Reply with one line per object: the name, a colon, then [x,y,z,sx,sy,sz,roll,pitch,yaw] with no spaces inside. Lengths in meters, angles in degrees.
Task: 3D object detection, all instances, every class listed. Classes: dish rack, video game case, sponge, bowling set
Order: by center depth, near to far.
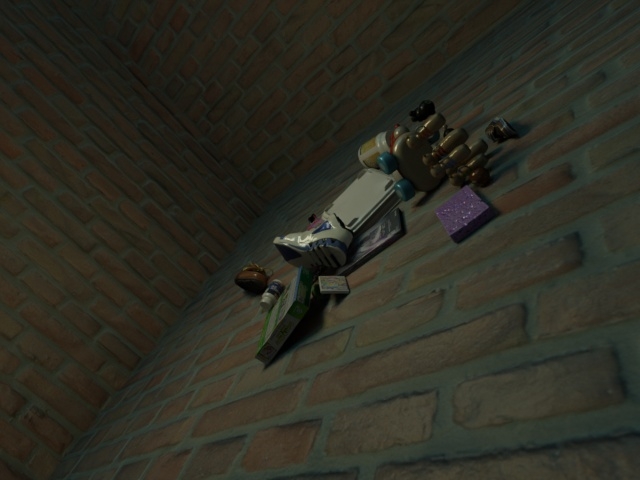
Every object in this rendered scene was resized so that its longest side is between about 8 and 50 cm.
sponge: [0.373,-0.074,1.178,0.117,0.031,0.210,-39,15,16]
bowling set: [0.382,-0.218,1.294,0.154,0.286,0.200,-40,47,38]
video game case: [0.040,0.138,1.403,0.087,0.011,0.122,0,17,-4]
video game case: [0.166,0.010,1.516,0.274,0.026,0.196,-37,16,21]
dish rack: [0.157,-0.153,1.739,0.333,0.072,0.285,-46,34,-5]

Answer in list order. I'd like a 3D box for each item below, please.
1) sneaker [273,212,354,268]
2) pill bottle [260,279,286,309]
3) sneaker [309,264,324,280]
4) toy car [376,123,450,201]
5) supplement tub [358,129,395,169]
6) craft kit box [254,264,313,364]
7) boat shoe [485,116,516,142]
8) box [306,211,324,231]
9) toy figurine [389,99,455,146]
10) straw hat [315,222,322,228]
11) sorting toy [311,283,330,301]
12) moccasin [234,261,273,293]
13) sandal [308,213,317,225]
sneaker: [0.001,0.000,1.607,0.315,0.128,0.182,0,41,40]
pill bottle: [-0.194,0.220,1.802,0.067,0.067,0.120,-29,20,44]
sneaker: [-0.035,0.079,1.701,0.236,0.104,0.095,-49,17,-17]
toy car: [0.306,-0.264,1.565,0.219,0.210,0.238,-35,8,-7]
supplement tub: [0.299,-0.450,2.218,0.199,0.144,0.144,-24,24,52]
craft kit box: [-0.114,0.235,1.450,0.247,0.061,0.250,-53,11,19]
boat shoe: [0.554,-0.337,1.387,0.066,0.066,0.183,-43,4,21]
box: [0.086,-0.137,2.005,0.293,0.057,0.201,-34,8,25]
toy figurine: [0.386,-0.390,1.677,0.213,0.209,0.148,-44,3,-5]
straw hat: [0.004,-0.038,1.869,0.144,0.061,0.144,-40,14,12]
sorting toy: [-0.001,0.168,1.446,0.042,0.061,0.102,-34,-6,34]
moccasin: [-0.324,0.175,2.182,0.147,0.139,0.380,-56,8,-14]
sandal: [-0.026,-0.104,2.288,0.040,0.067,0.179,-27,16,15]
